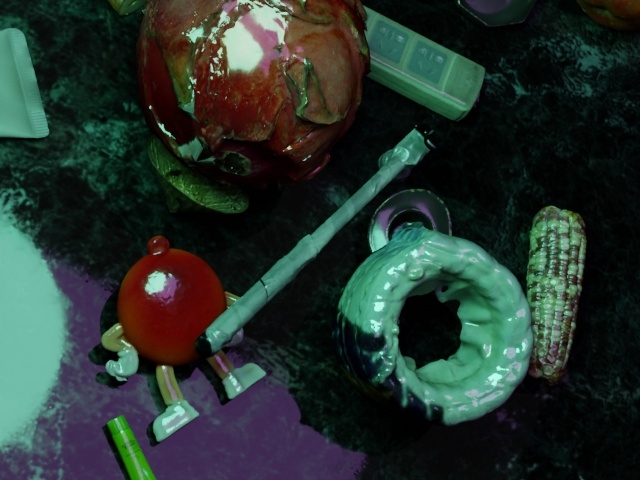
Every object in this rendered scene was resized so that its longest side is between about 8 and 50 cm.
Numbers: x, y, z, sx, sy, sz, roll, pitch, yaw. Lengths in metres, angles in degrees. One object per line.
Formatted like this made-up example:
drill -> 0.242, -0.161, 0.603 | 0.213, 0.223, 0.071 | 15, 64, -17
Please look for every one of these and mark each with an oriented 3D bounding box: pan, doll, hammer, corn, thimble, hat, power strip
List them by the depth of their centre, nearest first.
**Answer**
doll -> -0.171, 0.103, 1.588 | 0.183, 0.085, 0.217 | -28, 102, -25
thimble -> 0.133, 0.097, 1.635 | 0.237, 0.150, 0.237 | -1, 92, -17
hammer -> -0.001, -0.001, 1.639 | 0.044, 0.152, 0.427 | 46, 64, -1
hat -> -0.165, -0.058, 1.655 | 0.146, 0.067, 0.146 | 31, 23, -15
hat -> 0.114, -0.007, 1.741 | 0.121, 0.050, 0.121 | 2, 79, -12
corn -> 0.300, 0.069, 1.775 | 0.079, 0.079, 0.237 | 16, 71, -15
power strip -> 0.097, -0.246, 1.811 | 0.272, 0.052, 0.078 | 26, 67, -10
pan -> 0.205, -0.375, 1.889 | 0.202, 0.048, 0.128 | 36, 69, -11

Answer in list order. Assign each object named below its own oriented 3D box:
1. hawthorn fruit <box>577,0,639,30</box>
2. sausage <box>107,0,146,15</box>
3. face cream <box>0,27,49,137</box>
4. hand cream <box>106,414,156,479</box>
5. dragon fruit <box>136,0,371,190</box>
hawthorn fruit -> 0.441, -0.383, 1.918 | 0.189, 0.189, 0.189 | 6, 71, -18
sausage -> -0.316, -0.428, 1.700 | 0.093, 0.093, 0.312 | -39, 88, -26
face cream -> -0.476, -0.166, 1.571 | 0.314, 0.089, 0.143 | -11, 77, -34
hand cream -> -0.209, 0.258, 1.554 | 0.036, 0.023, 0.122 | -23, 86, -28
dragon fruit -> -0.077, -0.212, 1.612 | 0.295, 0.295, 0.302 | 11, 61, -16
